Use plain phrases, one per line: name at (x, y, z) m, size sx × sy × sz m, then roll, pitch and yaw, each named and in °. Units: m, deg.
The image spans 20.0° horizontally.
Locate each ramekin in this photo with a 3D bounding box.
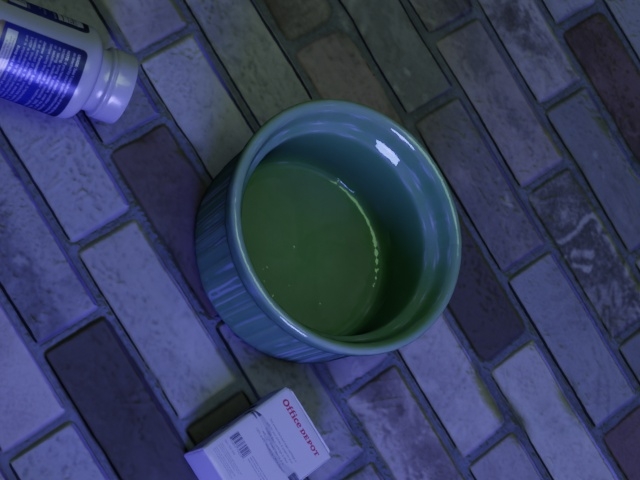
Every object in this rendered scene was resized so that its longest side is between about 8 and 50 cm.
ramekin at (0.000, 0.000, 2.130) m, size 0.303 × 0.148 × 0.303 m, roll 9°, pitch 71°, yaw -28°

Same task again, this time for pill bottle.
pill bottle at (-0.305, -0.199, 2.036) m, size 0.187 × 0.112 × 0.112 m, roll 20°, pitch 66°, yaw -23°

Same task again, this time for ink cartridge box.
ink cartridge box at (-0.071, 0.245, 2.071) m, size 0.135 × 0.056 × 0.099 m, roll -33°, pitch 94°, yaw -32°
